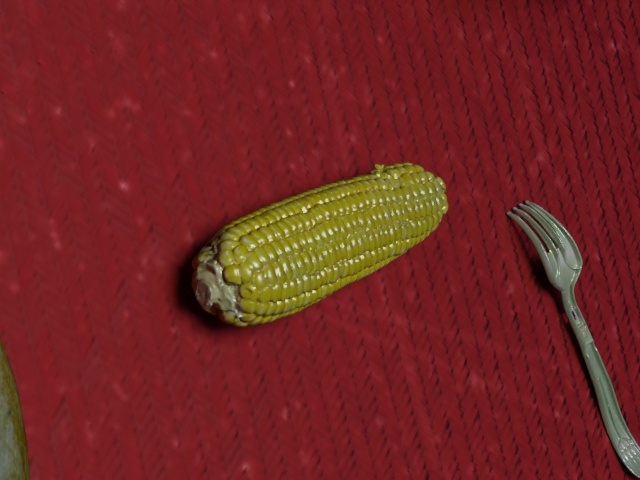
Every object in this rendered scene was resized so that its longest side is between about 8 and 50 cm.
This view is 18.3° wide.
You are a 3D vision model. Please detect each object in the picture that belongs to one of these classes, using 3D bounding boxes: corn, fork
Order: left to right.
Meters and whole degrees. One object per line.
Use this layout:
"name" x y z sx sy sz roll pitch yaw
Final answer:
"corn" 0.000 0.000 1.237 0.206 0.067 0.067 -25 97 -42
"fork" 0.190 0.073 1.411 0.034 0.028 0.219 -32 100 -45

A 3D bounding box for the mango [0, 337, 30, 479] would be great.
"mango" -0.229 0.124 0.957 0.193 0.146 0.316 -13 95 -35
